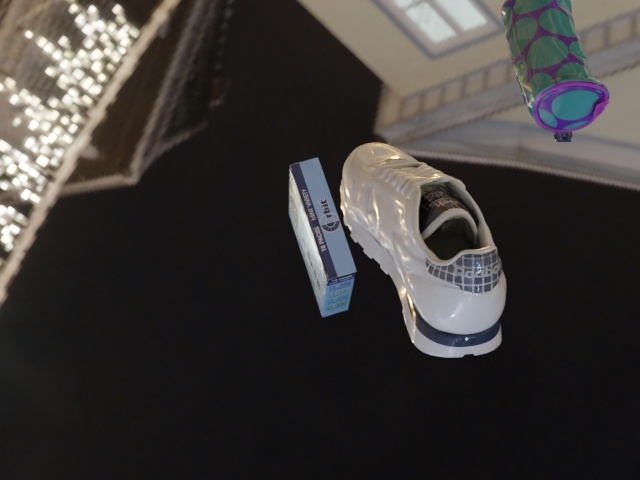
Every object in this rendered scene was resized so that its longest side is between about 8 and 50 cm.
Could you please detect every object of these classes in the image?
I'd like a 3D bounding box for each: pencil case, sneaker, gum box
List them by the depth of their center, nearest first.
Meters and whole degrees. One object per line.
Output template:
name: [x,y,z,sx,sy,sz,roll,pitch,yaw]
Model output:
sneaker: [0.078,-0.019,0.869,0.090,0.095,0.235,-14,-141,-14]
pencil case: [0.202,-0.159,1.003,0.152,0.070,0.064,-96,-158,-43]
gum box: [0.000,0.000,1.490,0.041,0.184,0.157,-16,-107,-6]
